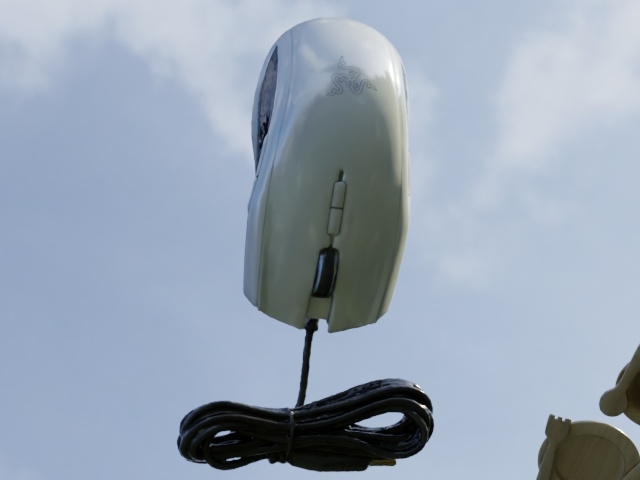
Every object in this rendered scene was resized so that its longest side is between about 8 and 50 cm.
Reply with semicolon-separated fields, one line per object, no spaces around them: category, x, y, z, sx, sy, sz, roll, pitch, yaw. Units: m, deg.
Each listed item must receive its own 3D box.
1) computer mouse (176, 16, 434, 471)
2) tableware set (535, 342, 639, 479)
computer mouse;0.000;0.000;0.755;0.106;0.042;0.193;4;-94;-9
tableware set;0.219;0.132;1.101;0.168;0.020;0.141;27;-59;-4
